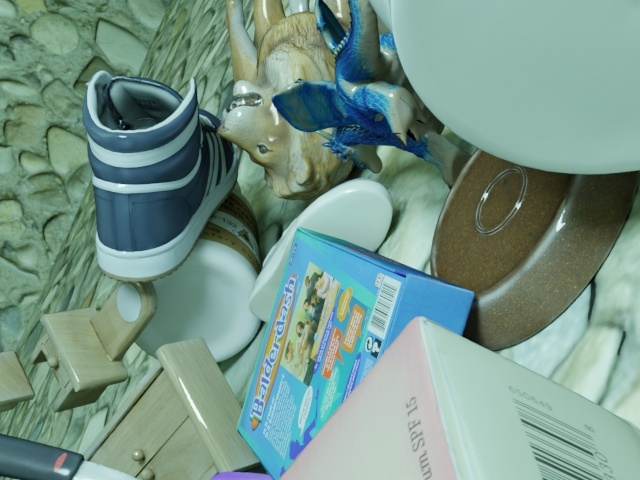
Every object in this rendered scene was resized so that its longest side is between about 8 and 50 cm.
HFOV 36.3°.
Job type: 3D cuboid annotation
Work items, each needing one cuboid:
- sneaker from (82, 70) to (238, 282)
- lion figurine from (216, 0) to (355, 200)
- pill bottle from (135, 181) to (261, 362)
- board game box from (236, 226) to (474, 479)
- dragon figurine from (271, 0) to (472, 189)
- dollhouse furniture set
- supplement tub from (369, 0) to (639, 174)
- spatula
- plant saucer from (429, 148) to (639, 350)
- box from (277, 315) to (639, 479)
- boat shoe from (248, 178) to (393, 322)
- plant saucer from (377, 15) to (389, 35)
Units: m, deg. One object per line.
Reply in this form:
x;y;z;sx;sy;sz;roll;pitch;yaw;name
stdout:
-0.135;-0.098;0.872;0.282;0.099;0.153;-78;-10;-59;sneaker
-0.030;-0.169;0.982;0.392;0.142;0.240;-119;25;-83;lion figurine
-0.126;0.009;0.974;0.131;0.131;0.229;-54;22;22;pill bottle
0.011;0.084;0.625;0.210;0.047;0.160;-155;81;-70;board game box
0.025;-0.107;0.655;0.144;0.289;0.085;20;83;32;dragon figurine
-0.238;0.176;0.695;0.174;0.355;0.303;-50;62;34;dollhouse furniture set
0.123;-0.209;0.481;0.228;0.228;0.316;-46;31;39;supplement tub
-0.141;0.166;0.659;0.030;0.296;0.084;91;-164;-45;spatula
0.114;-0.018;0.571;0.168;0.029;0.168;-51;22;30;plant saucer
0.031;0.173;0.385;0.232;0.127;0.148;-53;22;23;box
0.000;0.000;0.792;0.184;0.066;0.063;124;161;-45;boat shoe
0.118;-0.290;0.846;0.278;0.041;0.278;-162;90;-73;plant saucer
